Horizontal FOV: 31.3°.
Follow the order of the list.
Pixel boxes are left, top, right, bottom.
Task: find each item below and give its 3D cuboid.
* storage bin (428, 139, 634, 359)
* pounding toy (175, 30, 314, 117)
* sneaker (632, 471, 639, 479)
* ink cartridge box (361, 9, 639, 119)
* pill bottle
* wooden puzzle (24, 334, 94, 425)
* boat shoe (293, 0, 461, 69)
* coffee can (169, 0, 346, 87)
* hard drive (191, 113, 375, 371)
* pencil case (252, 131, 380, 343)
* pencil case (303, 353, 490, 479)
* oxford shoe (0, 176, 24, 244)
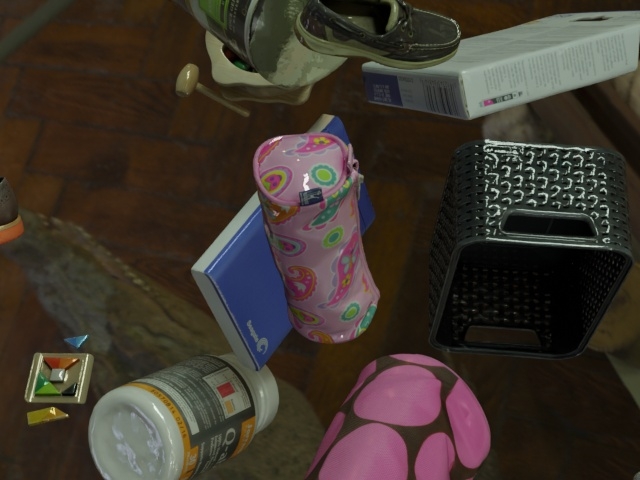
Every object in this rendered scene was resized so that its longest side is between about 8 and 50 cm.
[{"bbox_3d":[0.148,0.012,0.839,0.122,0.180,0.084,4,60,0],"label":"storage bin"},{"bbox_3d":[-0.122,-0.322,2.078,0.270,0.155,0.154,6,73,10],"label":"pounding toy"},{"bbox_3d":[0.495,0.411,1.660,0.126,0.321,0.127,5,64,-8],"label":"sneaker"},{"bbox_3d":[0.264,-0.240,1.531,0.330,0.324,0.071,-15,104,-16],"label":"ink cartridge box"},{"bbox_3d":[-0.189,0.256,1.653,0.162,0.278,0.162,7,103,31],"label":"pill bottle"},{"bbox_3d":[-0.312,0.164,1.363,0.079,0.014,0.116,-3,55,-1],"label":"wooden puzzle"},{"bbox_3d":[0.055,-0.181,0.969,0.049,0.152,0.056,126,137,-57],"label":"boat shoe"},{"bbox_3d":[-0.088,-0.357,1.540,0.201,0.201,0.275,-51,53,4],"label":"coffee can"},{"bbox_3d":[-0.042,0.002,1.628,0.040,0.210,0.318,16,54,35],"label":"hard drive"},{"bbox_3d":[0.000,0.000,1.333,0.124,0.284,0.124,-5,49,5],"label":"pencil case"},{"bbox_3d":[0.029,0.157,0.596,0.095,0.098,0.209,-43,10,43],"label":"pencil case"},{"bbox_3d":[-0.569,-0.027,1.635,0.097,0.271,0.098,33,134,56],"label":"oxford shoe"}]
